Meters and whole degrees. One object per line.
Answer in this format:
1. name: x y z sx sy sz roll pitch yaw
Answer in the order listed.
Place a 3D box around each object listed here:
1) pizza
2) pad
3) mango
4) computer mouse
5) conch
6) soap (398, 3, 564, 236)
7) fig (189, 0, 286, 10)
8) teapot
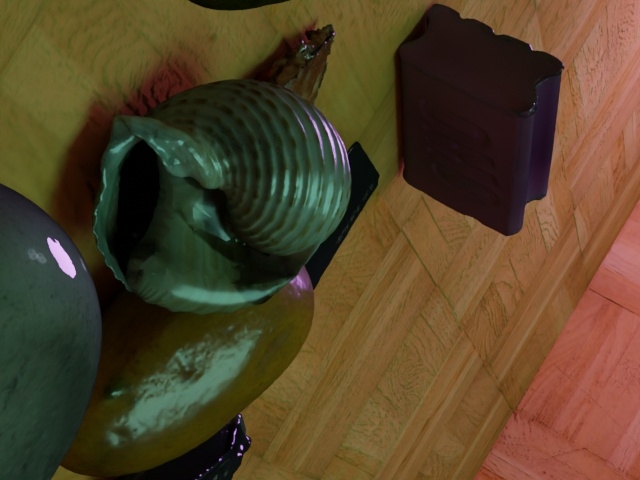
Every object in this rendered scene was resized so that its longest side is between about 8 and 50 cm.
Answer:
1. pizza: -0.020 -0.101 0.993 0.100 0.029 0.099 84 31 -66
2. pad: 0.000 0.000 1.237 0.157 0.003 0.112 -59 163 -5
3. mango: -0.086 0.066 0.935 0.147 0.109 0.227 -44 176 39
4. computer mouse: -0.116 0.189 1.121 0.192 0.062 0.105 -45 157 -55
5. conch: -0.060 -0.027 0.858 0.102 0.153 0.135 -145 -111 -67
6. soap: 0.129 -0.094 1.248 0.065 0.122 0.203 -54 160 -21
7. fig: -0.044 -0.183 0.707 0.127 0.185 0.133 24 103 -34
8. teapot: -0.183 0.057 0.628 0.193 0.129 0.294 -42 153 -44
